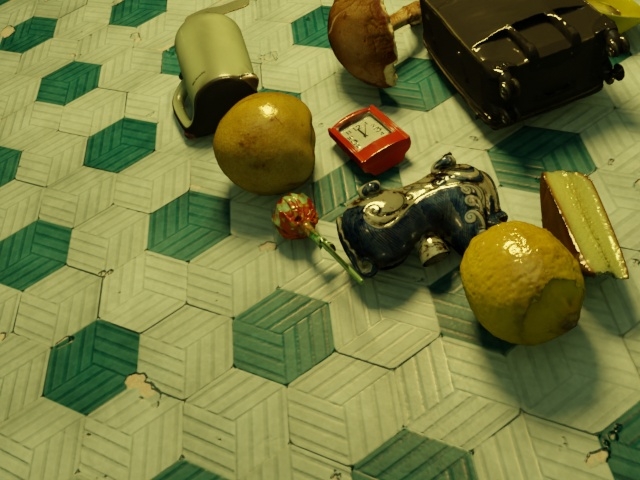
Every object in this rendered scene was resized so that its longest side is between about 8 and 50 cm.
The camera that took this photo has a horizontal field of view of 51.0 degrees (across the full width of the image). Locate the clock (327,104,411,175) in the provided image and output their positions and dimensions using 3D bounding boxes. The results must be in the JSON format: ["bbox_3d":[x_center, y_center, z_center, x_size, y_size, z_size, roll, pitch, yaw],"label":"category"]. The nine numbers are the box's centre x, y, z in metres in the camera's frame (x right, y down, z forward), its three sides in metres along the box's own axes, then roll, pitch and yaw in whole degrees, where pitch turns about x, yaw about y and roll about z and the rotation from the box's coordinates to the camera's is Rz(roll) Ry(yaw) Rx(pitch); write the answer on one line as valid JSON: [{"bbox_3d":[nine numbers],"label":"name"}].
[{"bbox_3d":[0.098,-0.202,1.360,0.113,0.061,0.155,-29,47,-9],"label":"clock"}]

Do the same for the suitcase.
[{"bbox_3d":[0.386,-0.411,1.356,0.283,0.194,0.434,-22,50,-2],"label":"suitcase"}]

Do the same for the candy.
[{"bbox_3d":[0.001,-0.001,1.178,0.078,0.084,0.287,4,23,-34],"label":"candy"}]

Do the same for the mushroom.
[{"bbox_3d":[0.133,-0.490,1.458,0.207,0.233,0.302,32,67,-9],"label":"mushroom"}]

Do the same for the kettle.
[{"bbox_3d":[-0.251,-0.362,1.537,0.240,0.165,0.255,-39,50,22],"label":"kettle"}]

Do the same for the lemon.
[{"bbox_3d":[0.301,0.062,1.012,0.180,0.180,0.193,-19,71,0],"label":"lemon"}]

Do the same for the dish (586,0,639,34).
[{"bbox_3d":[0.576,-0.477,1.416,0.207,0.080,0.149,27,44,14],"label":"dish"}]

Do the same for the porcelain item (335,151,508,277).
[{"bbox_3d":[0.178,-0.023,1.159,0.287,0.138,0.186,-20,67,-7],"label":"porcelain item"}]

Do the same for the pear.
[{"bbox_3d":[-0.108,-0.188,1.315,0.208,0.209,0.209,-8,50,9],"label":"pear"}]

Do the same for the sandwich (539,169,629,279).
[{"bbox_3d":[0.424,-0.009,1.098,0.090,0.088,0.245,-5,47,1],"label":"sandwich"}]

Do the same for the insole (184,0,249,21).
[{"bbox_3d":[-0.284,-0.631,1.844,0.188,0.004,0.064,-18,51,2],"label":"insole"}]
